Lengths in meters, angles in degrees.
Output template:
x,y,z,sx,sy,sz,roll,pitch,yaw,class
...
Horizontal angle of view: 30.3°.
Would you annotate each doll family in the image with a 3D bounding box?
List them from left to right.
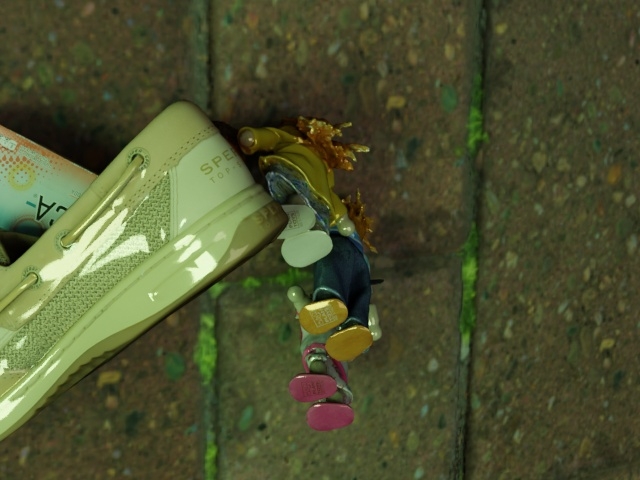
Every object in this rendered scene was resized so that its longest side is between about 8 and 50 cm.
x,y,z,sx,sy,sz,roll,pitch,yaw,class
0.000,0.000,0.863,0.118,0.163,0.263,-22,118,12,doll family

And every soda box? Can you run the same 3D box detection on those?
x,y,z,sx,sy,sz,roll,pitch,yaw,class
-0.167,-0.018,0.812,0.183,0.058,0.063,29,87,-31,soda box

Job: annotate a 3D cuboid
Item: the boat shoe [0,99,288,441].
x,y,z,sx,sy,sz,roll,pitch,yaw,class
-0.180,0.043,0.747,0.341,0.121,0.110,-36,92,14,boat shoe
